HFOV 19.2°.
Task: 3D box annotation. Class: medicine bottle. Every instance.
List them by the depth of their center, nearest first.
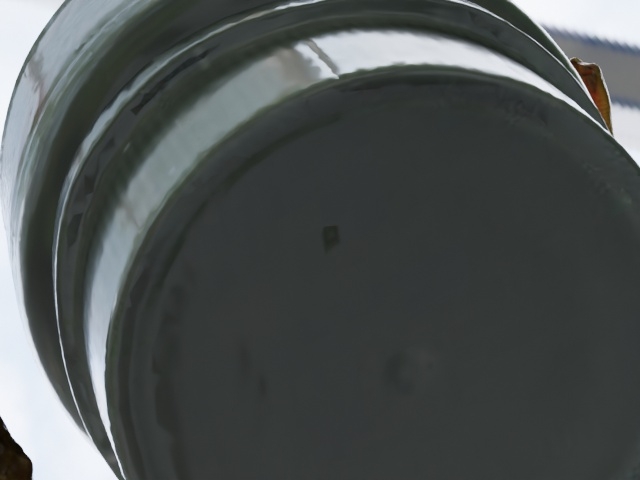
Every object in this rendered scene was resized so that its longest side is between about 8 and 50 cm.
[{"bbox_3d":[0.000,0.000,0.753,0.245,0.306,0.245,-3,-74,-12],"label":"medicine bottle"}]

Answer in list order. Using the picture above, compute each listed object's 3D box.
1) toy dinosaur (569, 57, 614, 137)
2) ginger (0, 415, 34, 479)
[{"bbox_3d":[0.122,0.047,1.003,0.117,0.070,0.288,0,-91,17],"label":"toy dinosaur"},{"bbox_3d":[-0.158,0.071,0.665,0.103,0.073,0.162,-24,-125,7],"label":"ginger"}]
